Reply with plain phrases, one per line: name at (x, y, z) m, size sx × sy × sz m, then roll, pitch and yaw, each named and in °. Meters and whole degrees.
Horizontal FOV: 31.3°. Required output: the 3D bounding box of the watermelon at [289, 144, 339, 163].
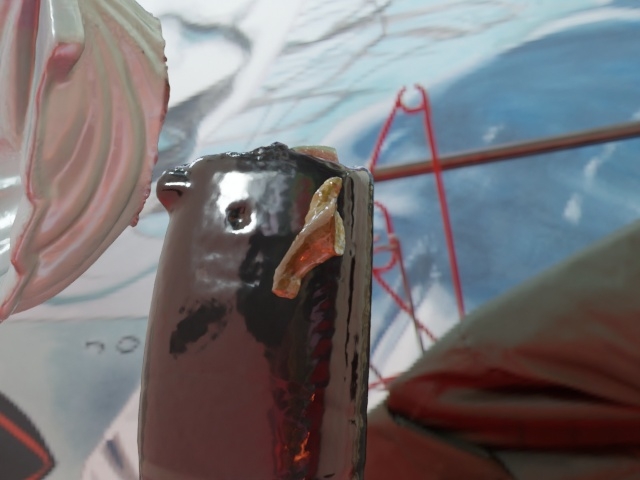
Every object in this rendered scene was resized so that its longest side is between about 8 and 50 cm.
watermelon at (-0.015, -0.068, 1.395) m, size 0.072 × 0.085 × 0.092 m, roll -82°, pitch 0°, yaw -53°

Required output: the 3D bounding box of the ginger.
ginger at (0.001, 0.000, 0.797) m, size 0.030 × 0.048 × 0.097 m, roll 35°, pitch -109°, yaw -28°

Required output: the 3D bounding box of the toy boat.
toy boat at (-0.162, -0.065, 0.676) m, size 0.290 × 0.100 × 0.199 m, roll -54°, pitch 48°, yaw 54°

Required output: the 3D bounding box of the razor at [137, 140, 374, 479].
razor at (-0.054, 0.092, 0.964) m, size 0.113 × 0.204 × 0.349 m, roll 11°, pitch -99°, yaw -65°
